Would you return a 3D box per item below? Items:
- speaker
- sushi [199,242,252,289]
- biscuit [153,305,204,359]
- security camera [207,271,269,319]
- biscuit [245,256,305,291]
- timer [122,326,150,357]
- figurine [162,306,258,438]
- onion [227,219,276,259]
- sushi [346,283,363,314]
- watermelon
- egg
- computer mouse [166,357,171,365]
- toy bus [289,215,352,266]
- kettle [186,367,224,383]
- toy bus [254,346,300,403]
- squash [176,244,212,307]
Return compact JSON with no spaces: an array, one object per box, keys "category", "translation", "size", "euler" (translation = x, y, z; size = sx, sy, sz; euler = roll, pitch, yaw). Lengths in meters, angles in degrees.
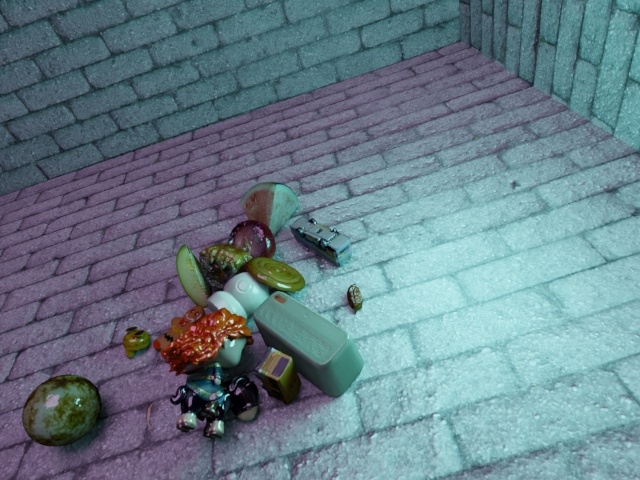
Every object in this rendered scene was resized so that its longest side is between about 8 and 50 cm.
[{"category":"speaker","translation":[-0.053,0.346,1.436],"size":[0.406,0.184,0.183],"euler":[25,58,38]},{"category":"sushi","translation":[-0.404,0.120,1.790],"size":[0.274,0.184,0.139],"euler":[15,22,28]},{"category":"biscuit","translation":[-0.590,0.372,1.715],"size":[0.165,0.036,0.250],"euler":[20,58,40]},{"category":"security camera","translation":[-0.314,0.239,1.653],"size":[0.236,0.195,0.194],"euler":[-41,45,-23]},{"category":"biscuit","translation":[-0.183,0.135,1.702],"size":[0.262,0.037,0.262],"euler":[22,16,-7]},{"category":"timer","translation":[-0.775,0.430,1.716],"size":[0.107,0.109,0.107],"euler":[1,17,0]},{"category":"figurine","translation":[-0.350,0.441,1.365],"size":[0.306,0.241,0.412],"euler":[-8,63,-23]},{"category":"onion","translation":[-0.312,0.019,1.891],"size":[0.248,0.248,0.161],"euler":[12,17,31]},{"category":"sushi","translation":[0.133,0.227,1.594],"size":[0.052,0.055,0.120],"euler":[-13,51,-8]},{"category":"watermelon","translation":[-0.279,-0.167,2.037],"size":[0.283,0.250,0.293],"euler":[-12,39,16]},{"category":"egg","translation":[-0.927,0.603,1.467],"size":[0.289,0.238,0.238],"euler":[-6,37,52]},{"category":"computer mouse","translation":[-0.558,0.469,1.606],"size":[0.096,0.039,0.066],"euler":[19,58,3]},{"category":"toy bus","translation":[0.000,0.000,1.831],"size":[0.112,0.138,0.317],"euler":[-36,42,-25]},{"category":"kettle","translation":[-0.433,0.463,1.527],"size":[0.126,0.098,0.148],"euler":[-22,37,6]},{"category":"toy bus","translation":[-0.134,0.452,1.349],"size":[0.114,0.201,0.098],"euler":[17,52,24]},{"category":"squash","translation":[-0.573,0.162,1.786],"size":[0.093,0.252,0.169],"euler":[-19,41,3]}]
